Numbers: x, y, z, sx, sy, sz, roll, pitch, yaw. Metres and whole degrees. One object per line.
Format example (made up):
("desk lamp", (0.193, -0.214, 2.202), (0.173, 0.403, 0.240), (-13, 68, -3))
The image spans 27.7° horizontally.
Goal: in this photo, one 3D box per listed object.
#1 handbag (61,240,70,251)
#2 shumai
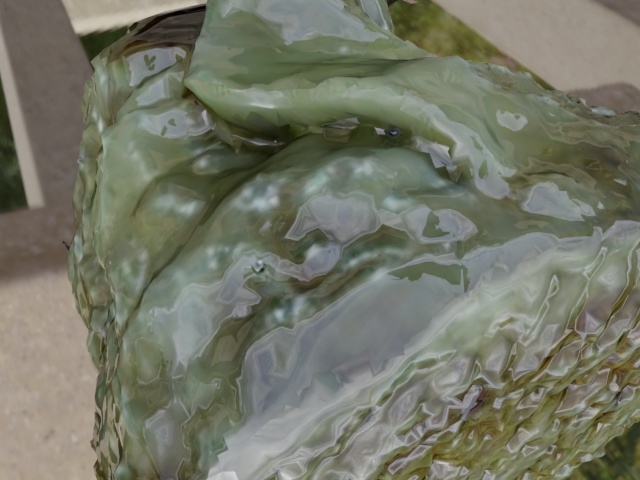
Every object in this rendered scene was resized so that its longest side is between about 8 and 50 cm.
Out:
("handbag", (-0.097, 0.009, 1.123), (0.228, 0.127, 0.208), (-29, 157, -16))
("shumai", (0.000, 0.000, 0.735), (0.395, 0.348, 0.395), (-30, 151, -18))
